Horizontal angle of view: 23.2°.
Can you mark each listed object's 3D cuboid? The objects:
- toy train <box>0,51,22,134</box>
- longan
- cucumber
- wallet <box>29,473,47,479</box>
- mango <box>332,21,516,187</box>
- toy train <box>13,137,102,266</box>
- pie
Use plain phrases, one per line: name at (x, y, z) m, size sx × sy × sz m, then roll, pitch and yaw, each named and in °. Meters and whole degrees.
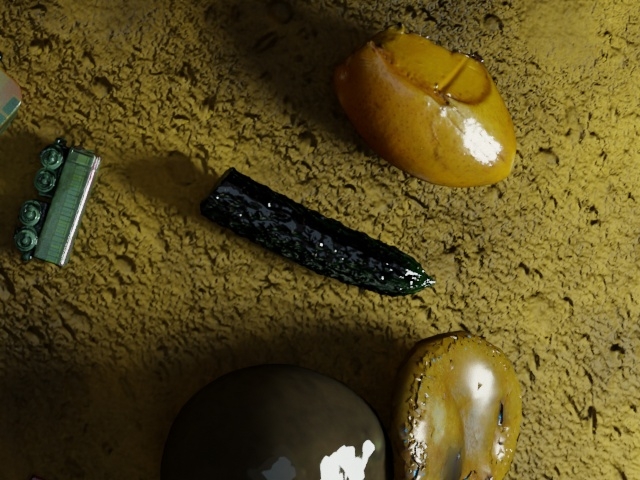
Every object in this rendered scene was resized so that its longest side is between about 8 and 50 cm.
toy train at (-0.411, -0.135, 1.743) m, size 0.099 × 0.072 × 0.188 m, roll 42°, pitch 80°, yaw -8°
longan at (-0.048, 0.255, 1.721) m, size 0.258 × 0.258 × 0.258 m, roll 1°, pitch 88°, yaw -13°
cucumber at (-0.001, 0.002, 1.834) m, size 0.300 × 0.072 × 0.072 m, roll 26°, pitch 82°, yaw -11°
wallet at (-0.263, 0.353, 1.784) m, size 0.196 × 0.020 × 0.103 m, roll 27°, pitch 82°, yaw -11°
mango at (0.129, -0.153, 1.845) m, size 0.252 × 0.126 × 0.154 m, roll 36°, pitch 69°, yaw -16°
toy train at (-0.303, -0.042, 1.782) m, size 0.071 × 0.038 × 0.148 m, roll 19°, pitch 84°, yaw -11°
pie at (0.152, 0.228, 1.802) m, size 0.273 × 0.069 × 0.273 m, roll 1°, pitch 89°, yaw -53°
